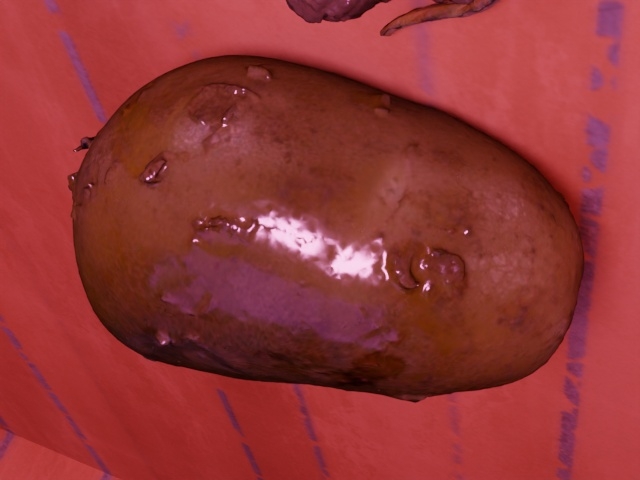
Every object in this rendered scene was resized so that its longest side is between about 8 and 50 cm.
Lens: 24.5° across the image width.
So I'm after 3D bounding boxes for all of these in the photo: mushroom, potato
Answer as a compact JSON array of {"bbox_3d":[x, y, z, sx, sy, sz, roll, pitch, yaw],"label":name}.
[{"bbox_3d":[0.120,-0.152,0.837,0.026,0.028,0.286,-10,-178,-37],"label":"mushroom"},{"bbox_3d":[0.000,-0.006,1.028,0.359,0.219,0.270,7,160,24],"label":"potato"}]

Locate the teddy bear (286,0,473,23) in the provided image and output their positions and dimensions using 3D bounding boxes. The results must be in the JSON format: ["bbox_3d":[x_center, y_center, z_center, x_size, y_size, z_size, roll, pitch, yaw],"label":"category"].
[{"bbox_3d":[0.066,-0.196,0.669,0.140,0.177,0.190,-13,-175,-38],"label":"teddy bear"}]
